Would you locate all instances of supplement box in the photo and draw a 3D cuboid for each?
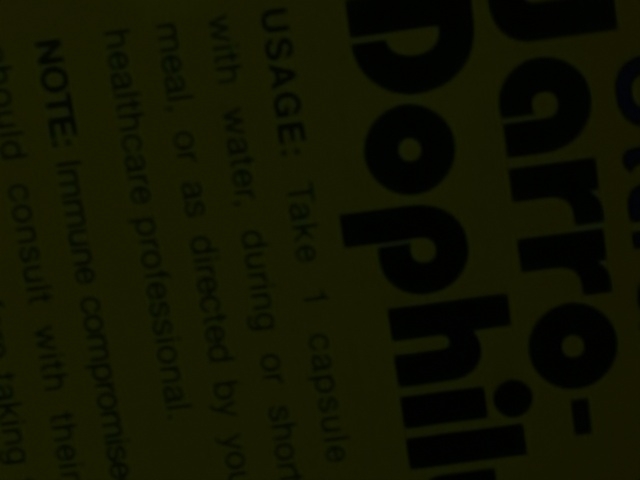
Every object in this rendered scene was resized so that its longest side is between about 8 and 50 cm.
[{"bbox_3d":[0.000,0.000,0.458,0.356,0.195,0.194,-8,13,3],"label":"supplement box"}]
